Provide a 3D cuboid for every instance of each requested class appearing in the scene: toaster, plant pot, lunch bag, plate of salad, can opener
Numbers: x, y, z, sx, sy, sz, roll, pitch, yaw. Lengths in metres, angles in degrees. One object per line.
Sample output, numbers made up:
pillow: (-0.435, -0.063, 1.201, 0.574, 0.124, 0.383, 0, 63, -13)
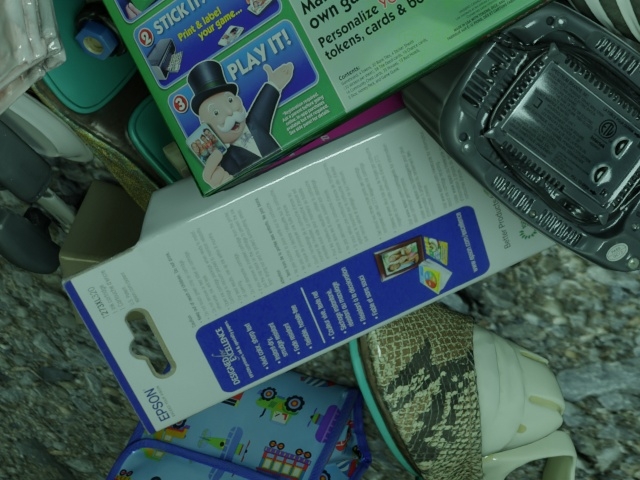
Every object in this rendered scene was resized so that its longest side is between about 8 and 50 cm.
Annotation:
toaster: (0.148, -0.085, 0.924, 0.227, 0.129, 0.146, 33, -173, -20)
plant pot: (-0.189, 0.017, 1.372, 0.096, 0.109, 0.109, 7, 138, 11)
lunch bag: (-0.108, 0.274, 1.439, 0.221, 0.293, 0.138, 14, 140, 22)
plate of salad: (-0.296, -0.136, 1.295, 0.200, 0.048, 0.200, 27, 166, 7)
can opener: (-0.311, -0.049, 1.333, 0.076, 0.095, 0.283, 21, 165, 28)

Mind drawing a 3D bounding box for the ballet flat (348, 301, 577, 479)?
ballet flat: (0.151, 0.192, 1.312, 0.182, 0.164, 0.482, -5, 140, 10)

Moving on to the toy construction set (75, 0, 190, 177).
toy construction set: (-0.105, -0.206, 1.034, 0.215, 0.151, 0.327, 11, 127, 25)

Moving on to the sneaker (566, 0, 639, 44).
sneaker: (0.215, -0.256, 0.721, 0.258, 0.169, 0.447, 18, 143, 14)

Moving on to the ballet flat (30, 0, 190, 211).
ballet flat: (-0.183, -0.126, 1.201, 0.123, 0.123, 0.348, -18, 121, 45)

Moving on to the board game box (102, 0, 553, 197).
board game box: (0.000, -0.186, 0.826, 0.317, 0.046, 0.213, -27, 89, 35)

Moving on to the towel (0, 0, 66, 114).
towel: (-0.309, -0.224, 1.064, 0.317, 0.053, 0.331, -26, 72, 48)

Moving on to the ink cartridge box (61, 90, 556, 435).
ink cartridge box: (0.000, 0.000, 1.053, 0.069, 0.371, 0.175, 57, 171, 51)
